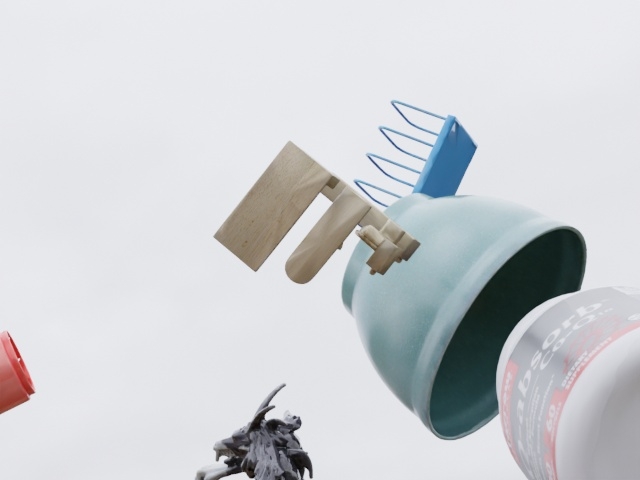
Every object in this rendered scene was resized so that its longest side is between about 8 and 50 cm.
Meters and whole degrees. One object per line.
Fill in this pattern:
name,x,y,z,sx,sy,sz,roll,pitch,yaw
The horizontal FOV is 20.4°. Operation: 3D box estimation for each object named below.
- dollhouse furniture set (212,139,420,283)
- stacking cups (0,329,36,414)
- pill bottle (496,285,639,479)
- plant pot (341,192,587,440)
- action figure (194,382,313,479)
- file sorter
dollhouse furniture set,0.000,0.000,1.815,0.123,0.144,0.151,-51,-13,3
stacking cups,-0.384,0.165,1.427,0.316,0.096,0.096,-24,-19,-9
pill bottle,0.268,0.149,1.524,0.210,0.210,0.363,-7,5,-5
plant pot,0.150,0.063,2.115,0.293,0.196,0.293,-38,-33,-30
action figure,-0.070,0.288,1.886,0.140,0.276,0.164,-6,21,7
file sorter,0.115,-0.085,2.346,0.104,0.170,0.118,23,-7,24
